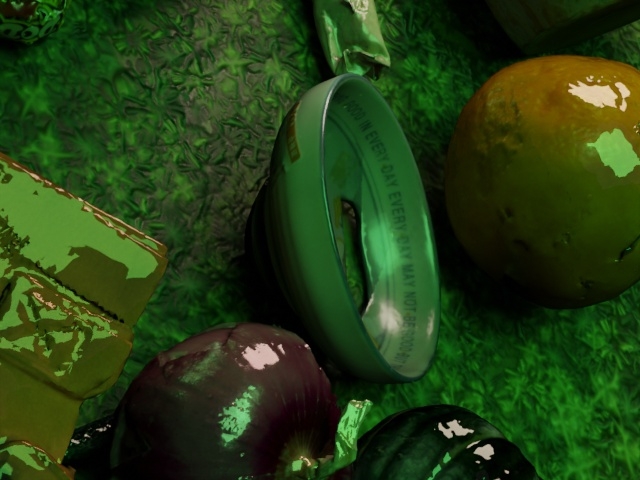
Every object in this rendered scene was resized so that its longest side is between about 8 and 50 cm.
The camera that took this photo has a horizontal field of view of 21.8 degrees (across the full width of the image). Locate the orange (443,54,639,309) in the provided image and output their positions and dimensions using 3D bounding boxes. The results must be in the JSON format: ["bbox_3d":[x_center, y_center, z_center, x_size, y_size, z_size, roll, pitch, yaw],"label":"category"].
[{"bbox_3d":[0.238,-0.055,1.575,0.246,0.246,0.246,15,61,-28],"label":"orange"}]

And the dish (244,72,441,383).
[{"bbox_3d":[0.000,0.000,1.465,0.273,0.133,0.273,-12,90,-68],"label":"dish"}]

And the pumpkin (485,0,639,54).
[{"bbox_3d":[0.309,-0.314,1.691,0.332,0.332,0.199,-22,84,-39],"label":"pumpkin"}]

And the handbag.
[{"bbox_3d":[-0.310,0.121,1.141,0.303,0.116,0.410,30,71,-17],"label":"handbag"}]

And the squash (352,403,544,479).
[{"bbox_3d":[0.103,0.240,1.368,0.172,0.218,0.218,-26,84,-12],"label":"squash"}]

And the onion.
[{"bbox_3d":[-0.079,0.176,1.291,0.200,0.207,0.201,6,42,-6],"label":"onion"}]

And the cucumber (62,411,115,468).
[{"bbox_3d":[-0.173,0.157,1.332,0.133,0.032,0.032,-20,81,-40],"label":"cucumber"}]

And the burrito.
[{"bbox_3d":[0.021,-0.255,1.637,0.087,0.060,0.226,2,67,-29],"label":"burrito"}]

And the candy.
[{"bbox_3d":[-0.278,-0.305,1.460,0.091,0.083,0.305,4,59,-31],"label":"candy"}]
